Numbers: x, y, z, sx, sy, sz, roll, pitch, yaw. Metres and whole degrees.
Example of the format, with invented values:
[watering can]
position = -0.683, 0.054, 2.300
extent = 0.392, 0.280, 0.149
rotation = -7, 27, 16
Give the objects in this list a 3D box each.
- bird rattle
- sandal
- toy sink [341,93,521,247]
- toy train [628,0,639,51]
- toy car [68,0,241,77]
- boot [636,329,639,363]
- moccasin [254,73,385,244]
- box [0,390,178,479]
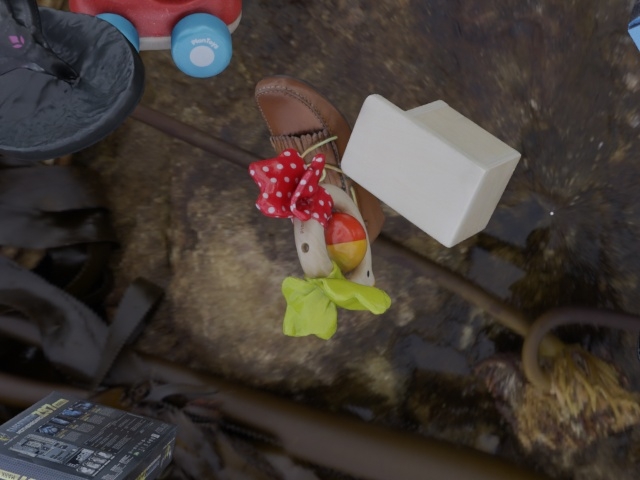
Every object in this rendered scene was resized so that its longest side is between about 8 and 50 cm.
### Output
[bird rattle]
position = 0.000, 0.000, 1.436
extent = 0.143, 0.207, 0.253
rotation = -23, 84, 25
[sandal]
position = -0.369, -0.206, 1.111
extent = 0.446, 0.107, 0.167
rotation = 25, 80, 31
[toy sink]
position = 0.175, -0.127, 1.724
extent = 0.234, 0.131, 0.152
rotation = 36, 125, 23
[toy train]
position = 0.479, -0.307, 1.466
extent = 0.080, 0.184, 0.105
rotation = -15, 124, 39
[toy car]
position = -0.198, -0.350, 1.275
extent = 0.210, 0.219, 0.238
rotation = -1, 133, -6
[boot]
position = 0.189, 0.004, 0.495
extent = 0.121, 0.099, 0.045
rotation = -40, 51, -3
[moccasin]
position = -0.012, -0.117, 1.843
extent = 0.139, 0.147, 0.380
rotation = 3, 136, 29
[box]
position = -0.300, 0.264, 1.329
extent = 0.183, 0.233, 0.059
rotation = 14, 100, 8
